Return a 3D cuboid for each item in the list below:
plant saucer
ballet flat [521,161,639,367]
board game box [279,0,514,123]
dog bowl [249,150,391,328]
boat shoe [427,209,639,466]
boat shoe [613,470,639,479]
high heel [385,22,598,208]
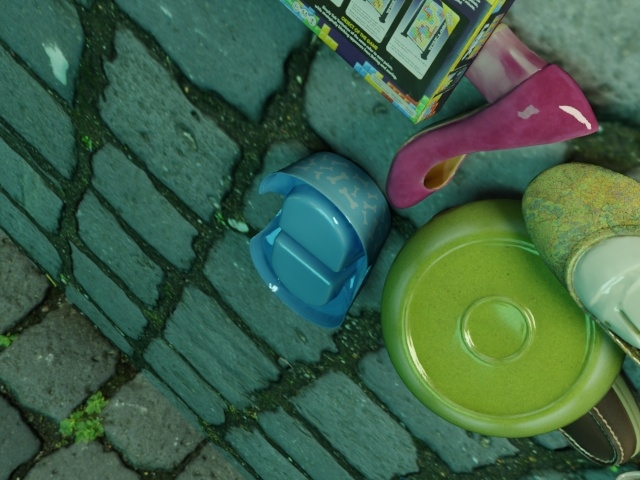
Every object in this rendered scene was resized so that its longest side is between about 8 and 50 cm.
[{"bbox_3d":[0.171,0.082,0.762,0.240,0.037,0.241,3,99,18],"label":"plant saucer"},{"bbox_3d":[0.301,0.077,0.649,0.348,0.123,0.123,46,152,-2],"label":"ballet flat"},{"bbox_3d":[0.060,-0.203,0.635,0.170,0.048,0.141,45,132,12],"label":"board game box"},{"bbox_3d":[0.000,0.000,1.010,0.166,0.074,0.297,39,151,12],"label":"dog bowl"},{"bbox_3d":[0.206,0.130,0.848,0.342,0.123,0.123,50,152,-8],"label":"boat shoe"},{"bbox_3d":[0.423,0.295,0.814,0.088,0.096,0.267,51,160,-19],"label":"boat shoe"},{"bbox_3d":[0.143,-0.073,0.715,0.117,0.082,0.244,50,140,13],"label":"high heel"}]
